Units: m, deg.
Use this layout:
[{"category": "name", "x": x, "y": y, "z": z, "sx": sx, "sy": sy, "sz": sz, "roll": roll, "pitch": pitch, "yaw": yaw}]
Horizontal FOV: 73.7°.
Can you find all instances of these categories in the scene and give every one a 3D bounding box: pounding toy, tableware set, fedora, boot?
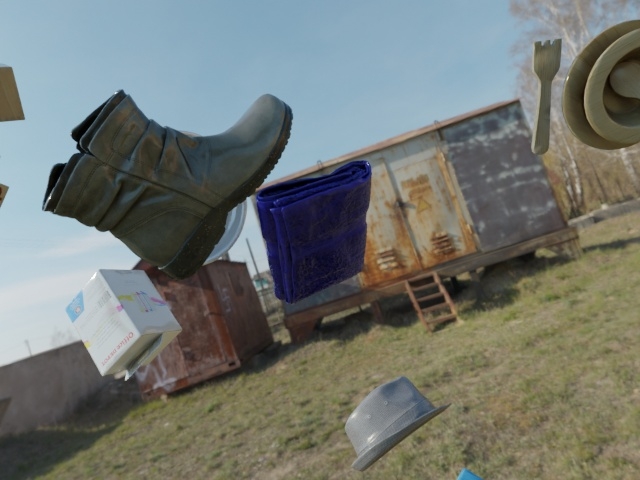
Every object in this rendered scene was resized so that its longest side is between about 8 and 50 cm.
[{"category": "pounding toy", "x": -0.732, "y": -0.317, "z": 0.938, "sx": 0.100, "sy": 0.130, "sz": 0.141, "roll": -20, "pitch": 34, "yaw": -39}, {"category": "tableware set", "x": 0.209, "y": -0.153, "z": 0.272, "sx": 0.128, "sy": 0.194, "sz": 0.039, "roll": -8, "pitch": 22, "yaw": 1}, {"category": "fedora", "x": 0.166, "y": 0.421, "z": 1.025, "sx": 0.275, "sy": 0.124, "sz": 0.244, "roll": -37, "pitch": -27, "yaw": -1}, {"category": "boot", "x": -0.140, "y": -0.094, "z": 0.431, "sx": 0.083, "sy": 0.161, "sz": 0.247, "roll": 9, "pitch": 63, "yaw": 51}]

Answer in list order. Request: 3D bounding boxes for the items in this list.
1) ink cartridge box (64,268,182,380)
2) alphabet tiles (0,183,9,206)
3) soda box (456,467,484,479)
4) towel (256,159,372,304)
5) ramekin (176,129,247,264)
[{"category": "ink cartridge box", "x": -0.290, "y": 0.126, "z": 0.643, "sx": 0.092, "sy": 0.143, "sz": 0.090, "roll": -44, "pitch": -18, "yaw": 12}, {"category": "alphabet tiles", "x": -0.760, "y": -0.074, "z": 0.826, "sx": 0.011, "sy": 0.286, "sz": 0.342, "roll": 16, "pitch": -9, "yaw": 3}, {"category": "soda box", "x": 0.110, "y": 0.162, "z": 0.099, "sx": 0.210, "sy": 0.067, "sz": 0.071, "roll": 25, "pitch": 41, "yaw": 33}, {"category": "towel", "x": 0.000, "y": 0.000, "z": 0.863, "sx": 0.227, "sy": 0.076, "sz": 0.308, "roll": -19, "pitch": -40, "yaw": -14}, {"category": "ramekin", "x": -0.308, "y": -0.082, "z": 0.913, "sx": 0.277, "sy": 0.278, "sz": 0.135, "roll": -14, "pitch": 8, "yaw": -42}]
